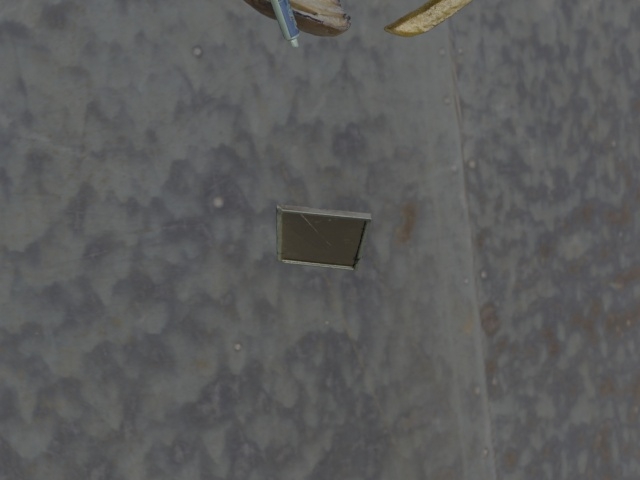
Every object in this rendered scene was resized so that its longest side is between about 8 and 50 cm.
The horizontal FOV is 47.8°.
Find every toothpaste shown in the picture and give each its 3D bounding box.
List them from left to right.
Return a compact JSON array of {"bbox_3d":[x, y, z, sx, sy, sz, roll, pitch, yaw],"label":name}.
[{"bbox_3d":[-0.082,-0.489,1.503,0.057,0.034,0.197,-63,145,-38],"label":"toothpaste"}]

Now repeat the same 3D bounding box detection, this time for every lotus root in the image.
[{"bbox_3d":[-0.079,-0.532,1.627,0.329,0.078,0.167,7,49,-39],"label":"lotus root"}]

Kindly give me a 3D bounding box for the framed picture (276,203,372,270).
[{"bbox_3d":[0.000,0.000,1.639,0.208,0.281,0.019,7,64,-2],"label":"framed picture"}]

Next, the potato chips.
[{"bbox_3d":[0.315,-0.561,1.538,0.407,0.057,0.080,-41,110,10],"label":"potato chips"}]
